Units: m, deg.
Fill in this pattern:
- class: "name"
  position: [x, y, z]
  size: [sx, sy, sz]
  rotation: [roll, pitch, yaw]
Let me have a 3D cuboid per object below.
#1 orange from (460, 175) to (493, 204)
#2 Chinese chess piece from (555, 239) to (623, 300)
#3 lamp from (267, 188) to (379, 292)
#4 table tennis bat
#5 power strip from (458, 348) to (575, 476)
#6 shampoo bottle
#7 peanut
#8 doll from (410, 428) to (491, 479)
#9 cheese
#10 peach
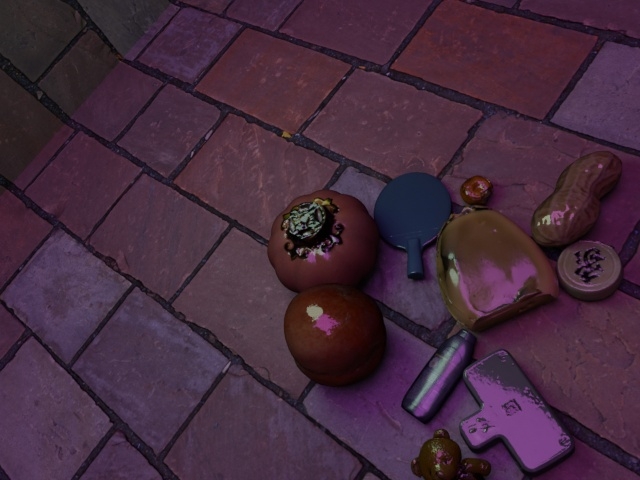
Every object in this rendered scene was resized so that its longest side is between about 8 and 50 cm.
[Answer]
- class: "orange"
  position: [0.406, -0.129, 1.658]
  size: [0.086, 0.062, 0.086]
  rotation: [-2, 68, 6]
- class: "Chinese chess piece"
  position: [0.617, 0.068, 1.455]
  size: [0.144, 0.058, 0.144]
  rotation: [-11, 58, 18]
- class: "lamp"
  position: [0.000, 0.000, 1.653]
  size: [0.305, 0.239, 0.305]
  rotation: [-10, 59, 17]
- class: "table tennis bat"
  position: [0.247, -0.046, 1.695]
  size: [0.215, 0.044, 0.329]
  rotation: [-10, 57, 17]
- class: "power strip"
  position: [0.395, 0.384, 1.372]
  size: [0.194, 0.059, 0.265]
  rotation: [-30, 54, 0]
- class: "shampoo bottle"
  position: [0.280, 0.310, 1.470]
  size: [0.087, 0.049, 0.233]
  rotation: [28, 76, 40]
- class: "peanut"
  position: [0.614, -0.103, 1.505]
  size: [0.136, 0.120, 0.298]
  rotation: [22, 66, 42]
- class: "doll"
  position: [0.289, 0.505, 1.321]
  size: [0.209, 0.097, 0.137]
  rotation: [41, 100, 19]
- class: "cheese"
  position: [0.396, 0.052, 1.528]
  size: [0.260, 0.128, 0.316]
  rotation: [-23, 60, 0]
- class: "peach"
  position: [0.039, 0.221, 1.509]
  size: [0.252, 0.252, 0.252]
  rotation: [-11, 59, 18]
